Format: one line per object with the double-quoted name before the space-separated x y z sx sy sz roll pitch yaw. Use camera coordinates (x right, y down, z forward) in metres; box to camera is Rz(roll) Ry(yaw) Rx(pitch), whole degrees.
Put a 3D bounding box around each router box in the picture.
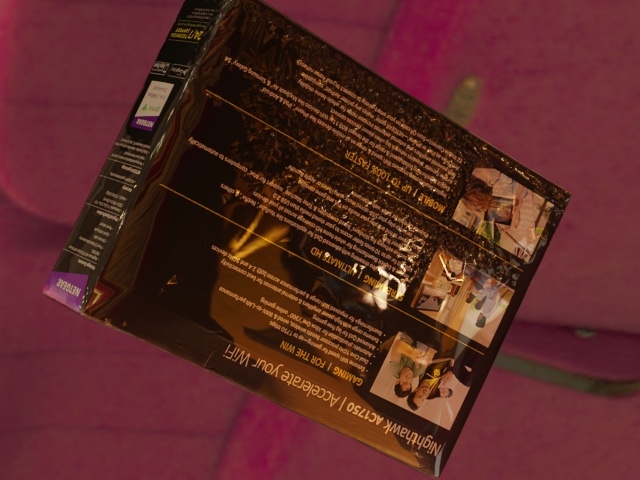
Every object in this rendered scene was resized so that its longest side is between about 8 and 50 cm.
"router box" 0.000 0.000 0.615 0.046 0.179 0.133 17 80 60
